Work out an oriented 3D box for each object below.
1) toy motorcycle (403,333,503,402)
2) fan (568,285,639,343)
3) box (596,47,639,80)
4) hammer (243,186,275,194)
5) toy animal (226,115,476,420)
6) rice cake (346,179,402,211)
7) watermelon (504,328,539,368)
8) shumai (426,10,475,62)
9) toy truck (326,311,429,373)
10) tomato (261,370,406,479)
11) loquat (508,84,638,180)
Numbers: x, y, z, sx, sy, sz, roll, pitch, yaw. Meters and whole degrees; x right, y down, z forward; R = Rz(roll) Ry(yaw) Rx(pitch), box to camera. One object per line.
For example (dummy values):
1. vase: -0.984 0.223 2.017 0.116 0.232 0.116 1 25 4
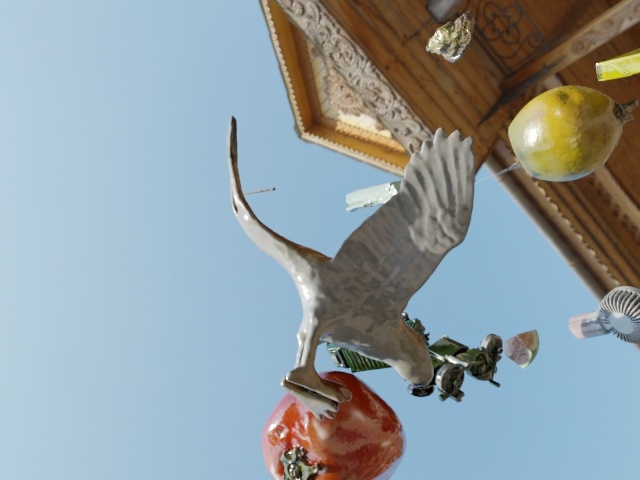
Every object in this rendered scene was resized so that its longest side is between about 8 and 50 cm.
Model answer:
1. toy motorcycle: 0.356 0.337 1.388 0.275 0.205 0.127 -22 -70 -27
2. fan: 0.697 0.190 1.226 0.074 0.244 0.130 -31 -97 -24
3. box: 0.668 -0.349 0.915 0.152 0.279 0.041 -24 -77 -18
4. hammer: -0.159 -0.114 1.208 0.014 0.122 0.029 45 -133 -52
5. toy animal: -0.002 0.021 0.543 0.283 0.225 0.302 15 -120 -3
6. rice cake: 0.160 -0.126 1.454 0.066 0.336 0.063 -9 -89 -19
7. watermelon: 0.464 0.236 1.166 0.072 0.085 0.092 35 -140 4
8. shumai: 0.358 -0.556 1.368 0.105 0.139 0.123 22 -108 -29
9. toy truck: 0.134 0.254 1.261 0.088 0.258 0.121 64 -146 -14
10. tomato: 0.033 0.477 1.202 0.289 0.293 0.326 -16 -52 -51
11. loquat: 0.539 -0.235 1.085 0.213 0.246 0.214 22 -121 -43
